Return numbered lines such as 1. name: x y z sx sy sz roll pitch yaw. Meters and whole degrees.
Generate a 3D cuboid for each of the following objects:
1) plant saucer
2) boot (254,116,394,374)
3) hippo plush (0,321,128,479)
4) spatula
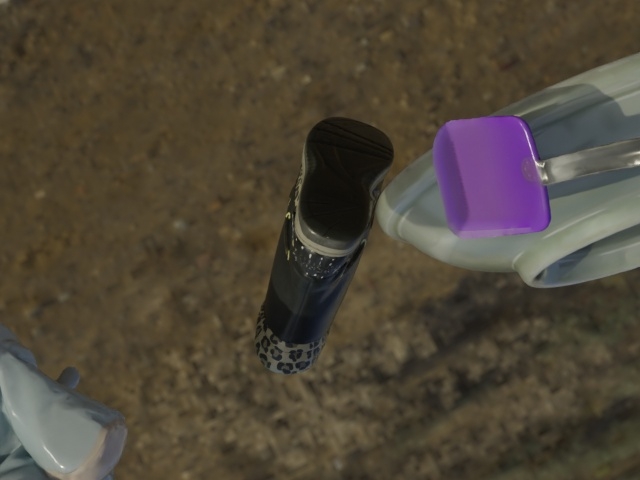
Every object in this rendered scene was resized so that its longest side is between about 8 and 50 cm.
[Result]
1. plant saucer: 0.246 -0.044 1.315 0.400 0.101 0.400 -17 166 -4
2. boot: -0.002 0.000 1.585 0.085 0.236 0.179 19 122 -1
3. hippo plush: -0.302 0.183 1.453 0.234 0.294 0.236 -38 163 -12
4. spatula: 0.196 -0.054 1.055 0.296 0.084 0.030 -8 -168 33
